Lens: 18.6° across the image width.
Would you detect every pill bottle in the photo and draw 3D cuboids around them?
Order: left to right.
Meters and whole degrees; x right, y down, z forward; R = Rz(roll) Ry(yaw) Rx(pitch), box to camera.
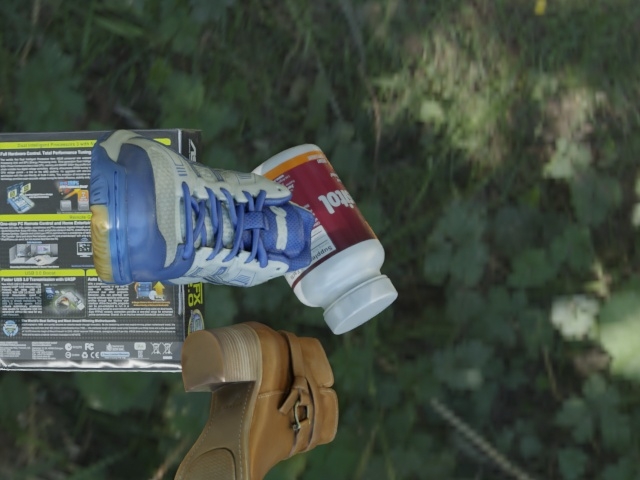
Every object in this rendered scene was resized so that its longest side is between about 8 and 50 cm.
[{"bbox_3d":[0.000,0.000,1.676,0.086,0.086,0.152,-37,76,22],"label":"pill bottle"}]

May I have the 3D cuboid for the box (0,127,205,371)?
[{"bbox_3d":[-0.239,0.008,1.760,0.270,0.060,0.216,-1,91,15],"label":"box"}]

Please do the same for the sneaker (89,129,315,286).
[{"bbox_3d":[-0.080,-0.020,1.419,0.131,0.296,0.112,1,90,11],"label":"sneaker"}]

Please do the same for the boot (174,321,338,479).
[{"bbox_3d":[-0.041,0.162,1.549,0.073,0.152,0.197,-3,84,35],"label":"boot"}]
